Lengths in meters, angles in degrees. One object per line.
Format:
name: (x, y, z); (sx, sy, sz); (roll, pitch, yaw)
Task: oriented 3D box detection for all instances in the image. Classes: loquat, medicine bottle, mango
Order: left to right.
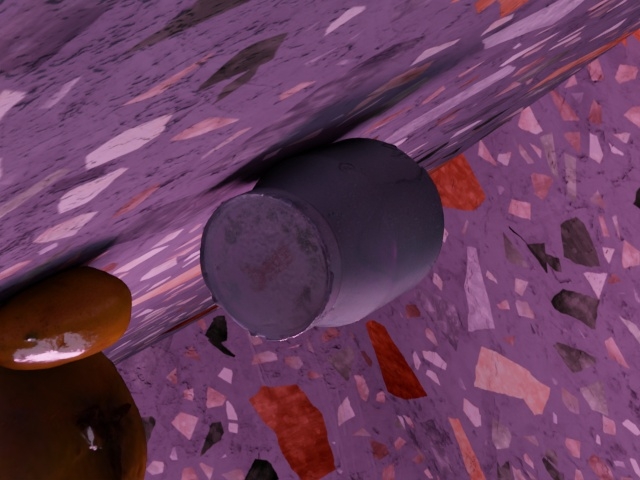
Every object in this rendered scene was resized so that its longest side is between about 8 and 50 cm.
loquat: (-0.410, 0.274, 1.654); (0.359, 0.328, 0.328); (-18, -177, 29)
mango: (-0.319, 0.096, 1.521); (0.147, 0.109, 0.227); (-4, -170, 27)
medicine bottle: (0.000, 0.000, 1.676); (0.245, 0.245, 0.290); (-32, 175, 32)

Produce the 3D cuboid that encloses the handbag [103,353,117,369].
handbag: (-0.524, 0.346, 2.067); (0.416, 0.180, 0.317); (-46, 175, -18)
